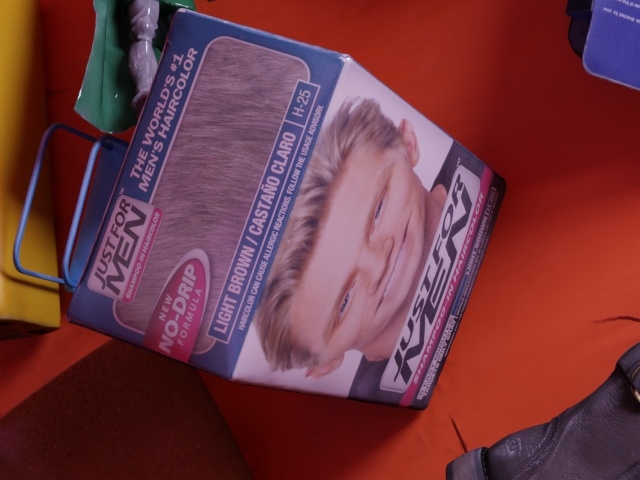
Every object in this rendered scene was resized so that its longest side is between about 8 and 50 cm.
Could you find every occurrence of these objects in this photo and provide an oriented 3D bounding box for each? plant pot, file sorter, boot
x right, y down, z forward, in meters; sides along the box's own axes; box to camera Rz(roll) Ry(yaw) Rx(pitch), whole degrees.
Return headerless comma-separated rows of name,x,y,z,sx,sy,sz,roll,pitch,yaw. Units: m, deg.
plant pot,-0.120,0.219,1.039,0.237,0.237,0.254,-39,86,11
file sorter,-0.112,-0.007,1.118,0.170,0.104,0.118,13,87,21
boot,0.201,0.157,0.948,0.229,0.091,0.263,-34,43,13

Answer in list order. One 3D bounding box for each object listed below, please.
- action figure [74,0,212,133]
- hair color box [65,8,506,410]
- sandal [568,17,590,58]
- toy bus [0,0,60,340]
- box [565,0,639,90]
action figure,-0.117,-0.178,1.142,0.063,0.137,0.232,-40,49,39
hair color box,0.000,0.000,0.945,0.105,0.347,0.174,19,89,22
sandal,0.215,-0.202,1.061,0.067,0.040,0.179,21,89,22
toy bus,-0.278,-0.093,1.189,0.130,0.108,0.332,-9,79,18
box,0.233,-0.196,1.013,0.036,0.136,0.225,1,77,65
